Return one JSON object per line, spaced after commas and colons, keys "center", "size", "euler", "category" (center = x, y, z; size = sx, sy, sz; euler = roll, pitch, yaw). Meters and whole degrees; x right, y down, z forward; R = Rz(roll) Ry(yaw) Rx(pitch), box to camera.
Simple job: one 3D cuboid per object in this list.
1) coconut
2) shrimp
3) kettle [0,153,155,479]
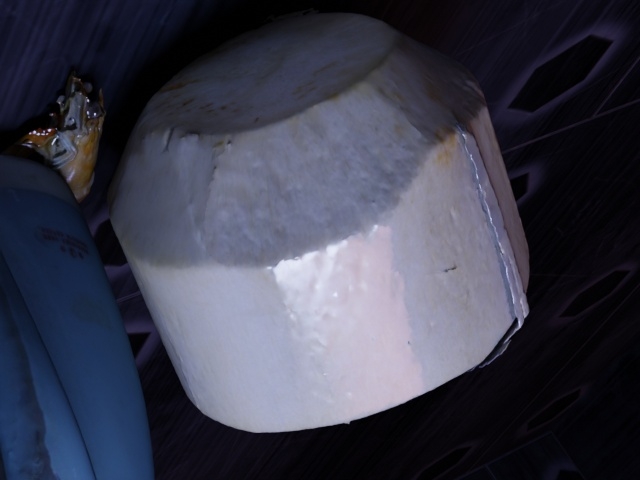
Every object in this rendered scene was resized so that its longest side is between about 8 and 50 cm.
{"center": [0.000, 0.000, 1.480], "size": [0.323, 0.323, 0.323], "euler": [-31, 162, -11], "category": "coconut"}
{"center": [-0.203, -0.063, 1.445], "size": [0.099, 0.041, 0.180], "euler": [-5, 151, -29], "category": "shrimp"}
{"center": [-0.224, 0.128, 1.341], "size": [0.247, 0.342, 0.319], "euler": [-17, 153, -18], "category": "kettle"}
